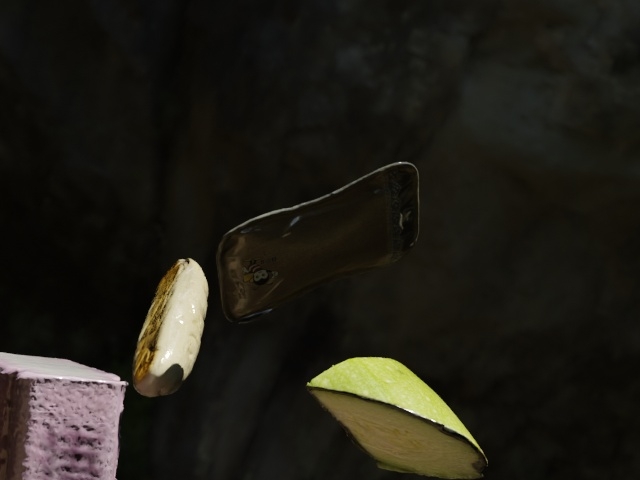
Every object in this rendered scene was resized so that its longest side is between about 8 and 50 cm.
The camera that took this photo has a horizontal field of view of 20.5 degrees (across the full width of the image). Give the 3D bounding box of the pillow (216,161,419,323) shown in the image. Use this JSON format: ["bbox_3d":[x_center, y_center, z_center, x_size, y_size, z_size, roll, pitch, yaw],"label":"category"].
[{"bbox_3d":[0.000,0.000,1.684,0.033,0.217,0.130,51,-27,42],"label":"pillow"}]

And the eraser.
[{"bbox_3d":[-0.285,0.297,1.714,0.122,0.359,0.272,7,0,-22],"label":"eraser"}]

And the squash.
[{"bbox_3d":[0.107,0.185,1.923,0.184,0.085,0.192,6,-29,36],"label":"squash"}]

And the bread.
[{"bbox_3d":[-0.146,0.092,1.752,0.053,0.214,0.073,39,-63,-19],"label":"bread"}]
